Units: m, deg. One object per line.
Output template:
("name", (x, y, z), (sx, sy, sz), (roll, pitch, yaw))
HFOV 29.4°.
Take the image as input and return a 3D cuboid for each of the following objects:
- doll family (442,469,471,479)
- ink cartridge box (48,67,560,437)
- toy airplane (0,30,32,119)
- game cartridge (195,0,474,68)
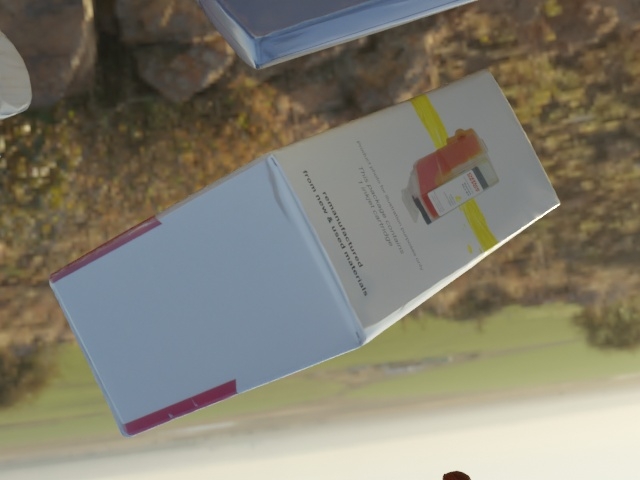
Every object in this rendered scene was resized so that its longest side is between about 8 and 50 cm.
("doll family", (0.108, 0.236, 0.940), (0.076, 0.111, 0.193), (1, 171, -17))
("ink cartridge box", (0.000, 0.000, 1.090), (0.279, 0.160, 0.385), (-27, 180, 36))
("toy airplane", (-0.335, -0.098, 0.605), (0.272, 0.386, 0.384), (10, 140, 35))
("game cartridge", (-0.021, -0.254, 0.779), (0.196, 0.294, 0.060), (-17, 159, -9))
